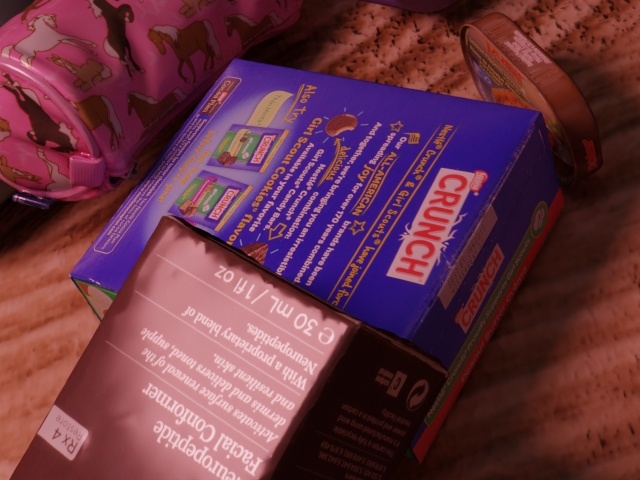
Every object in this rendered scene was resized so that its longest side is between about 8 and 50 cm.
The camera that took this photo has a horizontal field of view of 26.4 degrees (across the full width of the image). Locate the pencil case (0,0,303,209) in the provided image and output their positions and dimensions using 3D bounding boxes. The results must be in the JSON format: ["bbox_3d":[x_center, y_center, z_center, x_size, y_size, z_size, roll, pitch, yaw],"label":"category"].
[{"bbox_3d":[-0.160,-0.188,1.263,0.160,0.167,0.386,-1,34,35],"label":"pencil case"}]

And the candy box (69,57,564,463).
[{"bbox_3d":[0.000,0.000,1.120,0.317,0.122,0.268,15,58,35],"label":"candy box"}]

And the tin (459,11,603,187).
[{"bbox_3d":[0.178,-0.123,1.157,0.040,0.106,0.190,-30,46,-4],"label":"tin"}]

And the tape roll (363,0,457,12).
[{"bbox_3d":[0.085,-0.359,1.287,0.090,0.275,0.275,18,61,35],"label":"tape roll"}]

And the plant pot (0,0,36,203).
[{"bbox_3d":[-0.355,-0.162,1.338,0.196,0.293,0.293,-22,39,-33],"label":"plant pot"}]

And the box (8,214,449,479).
[{"bbox_3d":[-0.103,0.195,0.902,0.191,0.143,0.381,27,88,36],"label":"box"}]
